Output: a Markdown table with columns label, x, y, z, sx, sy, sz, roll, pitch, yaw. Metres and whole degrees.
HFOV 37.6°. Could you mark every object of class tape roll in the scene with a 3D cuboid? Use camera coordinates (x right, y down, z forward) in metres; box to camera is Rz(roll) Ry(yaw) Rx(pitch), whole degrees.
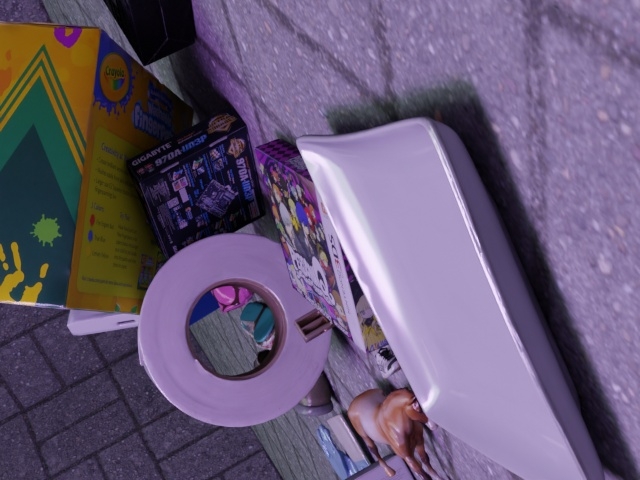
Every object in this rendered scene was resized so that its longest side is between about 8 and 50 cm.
| label | x | y | z | sx | sy | sz | roll | pitch | yaw |
| --- | --- | --- | --- | --- | --- | --- | --- | --- | --- |
| tape roll | -0.131 | 0.133 | 1.404 | 0.286 | 0.286 | 0.100 | 62 | 167 | 1 |

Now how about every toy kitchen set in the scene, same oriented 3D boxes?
| label | x | y | z | sx | sy | sz | roll | pitch | yaw |
| --- | --- | --- | --- | --- | --- | --- | --- | --- | --- |
| toy kitchen set | 0.014 | 0.109 | 1.271 | 0.068 | 0.075 | 0.083 | 56 | 165 | 18 |

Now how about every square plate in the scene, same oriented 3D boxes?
| label | x | y | z | sx | sy | sz | roll | pitch | yaw |
| --- | --- | --- | --- | --- | --- | --- | --- | --- | --- |
| square plate | 0.110 | 0.047 | 0.853 | 0.344 | 0.049 | 0.347 | 64 | 167 | -11 |

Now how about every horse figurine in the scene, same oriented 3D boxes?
| label | x | y | z | sx | sy | sz | roll | pitch | yaw |
| --- | --- | --- | --- | --- | --- | --- | --- | --- | --- |
| horse figurine | 0.100 | 0.261 | 1.277 | 0.174 | 0.066 | 0.263 | 59 | 165 | -13 |

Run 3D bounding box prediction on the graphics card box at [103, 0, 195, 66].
| label | x | y | z | sx | sy | sz | roll | pitch | yaw |
| --- | --- | --- | --- | --- | --- | --- | --- | --- | --- |
| graphics card box | -0.304 | -0.453 | 1.300 | 0.371 | 0.094 | 0.233 | 58 | 166 | 20 |

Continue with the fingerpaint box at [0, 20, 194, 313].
| label | x | y | z | sx | sy | sz | roll | pitch | yaw |
| --- | --- | --- | --- | --- | --- | --- | --- | --- | --- |
| fingerpaint box | -0.344 | -0.079 | 1.414 | 0.445 | 0.163 | 0.371 | 33 | -117 | -80 |

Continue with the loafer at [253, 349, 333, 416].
| label | x | y | z | sx | sy | sz | roll | pitch | yaw |
| --- | --- | --- | --- | --- | --- | --- | --- | --- | --- |
| loafer | -0.050 | 0.252 | 1.803 | 0.251 | 0.094 | 0.087 | 23 | 116 | 55 |

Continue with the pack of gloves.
| label | x | y | z | sx | sy | sz | roll | pitch | yaw |
| --- | --- | --- | --- | --- | --- | --- | --- | --- | --- |
| pack of gloves | 0.083 | 0.429 | 1.766 | 0.232 | 0.046 | 0.195 | 57 | 155 | 7 |

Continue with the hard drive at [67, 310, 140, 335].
| label | x | y | z | sx | sy | sz | roll | pitch | yaw |
| --- | --- | --- | --- | --- | --- | --- | --- | --- | --- |
| hard drive | -0.382 | 0.032 | 1.948 | 0.353 | 0.233 | 0.047 | -92 | -11 | -44 |

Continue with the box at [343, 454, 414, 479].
| label | x | y | z | sx | sy | sz | roll | pitch | yaw |
| --- | --- | --- | --- | --- | --- | --- | --- | --- | --- |
| box | 0.095 | 0.399 | 1.485 | 0.087 | 0.102 | 0.101 | 62 | 168 | 9 |

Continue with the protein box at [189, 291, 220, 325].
| label | x | y | z | sx | sy | sz | roll | pitch | yaw |
| --- | --- | --- | --- | --- | --- | --- | --- | --- | --- |
| protein box | -0.278 | 0.097 | 2.051 | 0.136 | 0.199 | 0.201 | 60 | 167 | -4 |

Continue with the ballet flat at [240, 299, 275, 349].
| label | x | y | z | sx | sy | sz | roll | pitch | yaw |
| --- | --- | --- | --- | --- | --- | --- | --- | --- | --- |
| ballet flat | -0.093 | 0.166 | 1.812 | 0.077 | 0.091 | 0.241 | 34 | 179 | -17 |

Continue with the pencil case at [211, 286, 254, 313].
| label | x | y | z | sx | sy | sz | roll | pitch | yaw |
| --- | --- | --- | --- | --- | --- | --- | --- | --- | --- |
| pencil case | -0.203 | 0.041 | 1.909 | 0.098 | 0.095 | 0.209 | -20 | 99 | 39 |

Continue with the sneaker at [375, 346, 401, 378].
| label | x | y | z | sx | sy | sz | roll | pitch | yaw |
| --- | --- | --- | --- | --- | --- | --- | --- | --- | --- |
| sneaker | 0.084 | 0.153 | 1.189 | 0.037 | 0.032 | 0.083 | 60 | 166 | 8 |

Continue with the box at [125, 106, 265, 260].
| label | x | y | z | sx | sy | sz | roll | pitch | yaw |
| --- | --- | --- | --- | --- | --- | --- | --- | --- | --- |
| box | -0.180 | -0.075 | 1.410 | 0.051 | 0.175 | 0.220 | 51 | 164 | 31 |

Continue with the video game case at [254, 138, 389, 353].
| label | x | y | z | sx | sy | sz | roll | pitch | yaw |
| --- | --- | --- | --- | --- | --- | --- | --- | --- | --- |
| video game case | 0.000 | 0.000 | 1.139 | 0.232 | 0.041 | 0.210 | 37 | 145 | 60 |
